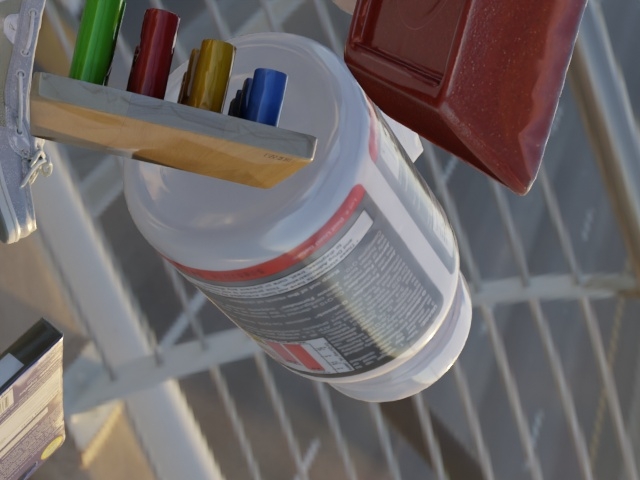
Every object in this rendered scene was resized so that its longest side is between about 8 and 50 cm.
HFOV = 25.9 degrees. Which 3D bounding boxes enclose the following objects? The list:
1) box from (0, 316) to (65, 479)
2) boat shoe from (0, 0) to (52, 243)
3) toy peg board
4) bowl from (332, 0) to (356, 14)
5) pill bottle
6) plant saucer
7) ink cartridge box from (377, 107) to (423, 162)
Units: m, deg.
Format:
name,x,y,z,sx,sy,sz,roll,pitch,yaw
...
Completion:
name,x,y,z,sx,sy,sz,roll,pitch,yaw
box,-0.307,0.183,1.360,0.136,0.036,0.225,-46,162,-32
boat shoe,-0.358,-0.154,1.630,0.118,0.103,0.320,122,-39,-66
toy peg board,-0.088,-0.093,0.844,0.161,0.160,0.079,164,-62,-78
bowl,0.089,-0.374,1.373,0.134,0.297,0.298,44,38,-35
pill bottle,0.000,0.000,1.210,0.363,0.210,0.210,51,34,-54
plant saucer,0.079,-0.176,0.727,0.258,0.047,0.259,-131,-126,-71
ink cartridge box,0.060,-0.122,1.716,0.090,0.092,0.143,68,26,-13
